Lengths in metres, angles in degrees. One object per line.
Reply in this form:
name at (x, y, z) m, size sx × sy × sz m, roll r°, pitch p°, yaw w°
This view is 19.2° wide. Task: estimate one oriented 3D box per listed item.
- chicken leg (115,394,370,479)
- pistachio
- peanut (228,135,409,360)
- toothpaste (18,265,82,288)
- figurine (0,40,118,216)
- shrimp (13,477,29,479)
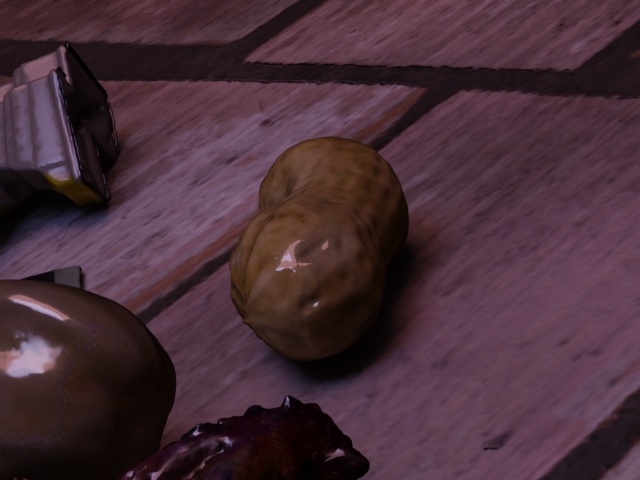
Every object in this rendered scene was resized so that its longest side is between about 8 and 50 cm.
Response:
chicken leg at (-0.099, 0.212, 0.759) m, size 0.158 × 0.096 × 0.407 m, roll 26°, pitch 54°, yaw 26°
pistachio at (-0.176, 0.102, 1.074) m, size 0.138 × 0.153 × 0.238 m, roll -32°, pitch -4°, yaw -44°
peanut at (0.000, 0.000, 1.183) m, size 0.103 × 0.098 × 0.229 m, roll 9°, pitch 26°, yaw 6°
toothpaste at (-0.277, 0.062, 1.385) m, size 0.216 × 0.037 × 0.062 m, roll -19°, pitch 22°, yaw -1°
figurine at (-0.318, -0.066, 1.567) m, size 0.308 × 0.143 × 0.308 m, roll -13°, pitch 7°, yaw 1°
shrimp at (-0.084, 0.185, 0.920) m, size 0.262 × 0.117 × 0.066 m, roll 10°, pitch 3°, yaw 15°
